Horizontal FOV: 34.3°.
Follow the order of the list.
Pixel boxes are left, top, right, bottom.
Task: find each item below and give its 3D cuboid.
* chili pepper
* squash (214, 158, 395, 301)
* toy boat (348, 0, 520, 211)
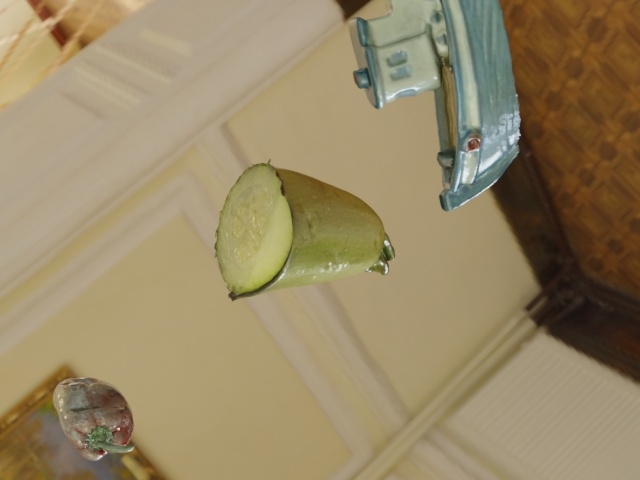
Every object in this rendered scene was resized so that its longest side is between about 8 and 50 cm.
[{"bbox_3d":[-0.169,0.124,0.765,0.050,0.041,0.153,26,-177,-24],"label":"chili pepper"},{"bbox_3d":[-0.005,-0.016,1.098,0.137,0.137,0.287,44,-157,22],"label":"squash"},{"bbox_3d":[0.069,-0.125,0.709,0.088,0.102,0.215,-117,12,-77],"label":"toy boat"}]
